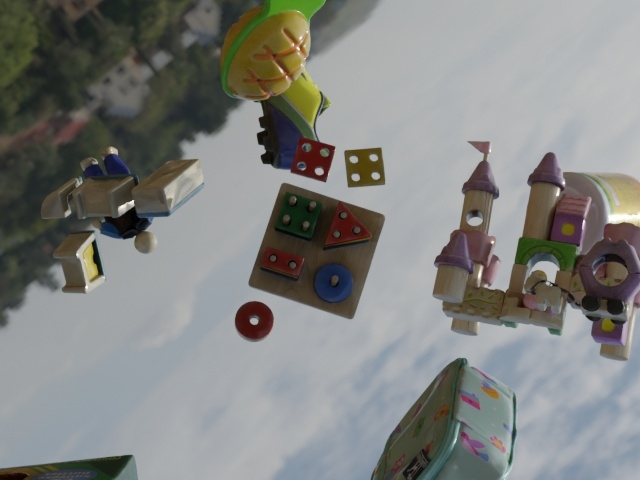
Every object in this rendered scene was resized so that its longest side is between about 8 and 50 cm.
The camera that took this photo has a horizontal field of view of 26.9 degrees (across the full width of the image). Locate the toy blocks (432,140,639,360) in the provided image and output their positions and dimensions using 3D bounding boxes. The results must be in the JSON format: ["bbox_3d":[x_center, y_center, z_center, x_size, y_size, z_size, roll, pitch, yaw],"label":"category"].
[{"bbox_3d":[0.313,-0.006,1.831,0.309,0.288,0.260,48,53,-68],"label":"toy blocks"}]

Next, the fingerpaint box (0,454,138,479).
[{"bbox_3d":[-0.406,0.325,1.203,0.444,0.163,0.371,-7,-177,4],"label":"fingerpaint box"}]

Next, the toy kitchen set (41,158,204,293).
[{"bbox_3d":[-0.273,-0.017,1.920,0.207,0.166,0.122,-1,-157,23],"label":"toy kitchen set"}]

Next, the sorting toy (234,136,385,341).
[{"bbox_3d":[0.000,0.000,1.573,0.046,0.132,0.274,106,3,-76],"label":"sorting toy"}]

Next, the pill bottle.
[{"bbox_3d":[0.434,-0.037,2.061,0.136,0.136,0.245,-34,161,35],"label":"pill bottle"}]

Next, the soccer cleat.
[{"bbox_3d":[-0.046,-0.240,2.125,0.121,0.289,0.093,-2,154,-9],"label":"soccer cleat"}]

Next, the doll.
[{"bbox_3d":[-0.317,-0.062,2.177,0.129,0.189,0.046,-28,163,-5],"label":"doll"}]

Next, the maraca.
[{"bbox_3d":[-0.060,-0.253,1.675,0.127,0.099,0.186,-10,138,-52],"label":"maraca"}]

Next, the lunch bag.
[{"bbox_3d":[0.140,0.286,1.655,0.224,0.108,0.279,-53,-176,22],"label":"lunch bag"}]
